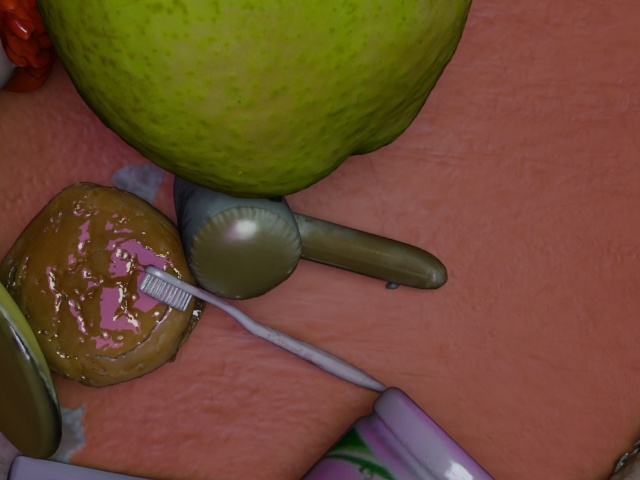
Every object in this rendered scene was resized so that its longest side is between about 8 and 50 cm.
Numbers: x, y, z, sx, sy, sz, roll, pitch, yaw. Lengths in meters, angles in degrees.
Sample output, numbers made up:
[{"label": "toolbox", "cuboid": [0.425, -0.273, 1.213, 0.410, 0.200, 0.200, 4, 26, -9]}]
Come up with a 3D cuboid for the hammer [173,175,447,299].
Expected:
[{"label": "hammer", "cuboid": [0.000, 0.000, 0.807, 0.305, 0.202, 0.113, 16, 116, -23]}]

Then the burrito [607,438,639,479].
[{"label": "burrito", "cuboid": [0.427, 0.246, 0.838, 0.347, 0.107, 0.175, -41, 104, -1]}]

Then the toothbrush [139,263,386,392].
[{"label": "toothbrush", "cuboid": [-0.050, 0.103, 0.798, 0.307, 0.025, 0.029, 30, 80, -26]}]

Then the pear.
[{"label": "pear", "cuboid": [-0.054, -0.220, 0.634, 0.391, 0.391, 0.391, 0, 89, -3]}]

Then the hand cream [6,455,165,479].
[{"label": "hand cream", "cuboid": [-0.211, 0.281, 0.831, 0.255, 0.048, 0.079, 6, 90, -2]}]

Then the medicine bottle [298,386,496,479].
[{"label": "medicine bottle", "cuboid": [0.035, 0.327, 0.761, 0.325, 0.212, 0.212, -45, 91, -3]}]

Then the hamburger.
[{"label": "hamburger", "cuboid": [-0.223, 0.048, 0.812, 0.213, 0.108, 0.214, 0, 86, 2]}]

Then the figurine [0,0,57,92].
[{"label": "figurine", "cuboid": [-0.366, -0.154, 0.677, 0.241, 0.306, 0.412, 13, 64, -6]}]

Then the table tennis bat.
[{"label": "table tennis bat", "cuboid": [-0.365, 0.063, 0.780, 0.054, 0.224, 0.369, -28, 69, -39]}]
